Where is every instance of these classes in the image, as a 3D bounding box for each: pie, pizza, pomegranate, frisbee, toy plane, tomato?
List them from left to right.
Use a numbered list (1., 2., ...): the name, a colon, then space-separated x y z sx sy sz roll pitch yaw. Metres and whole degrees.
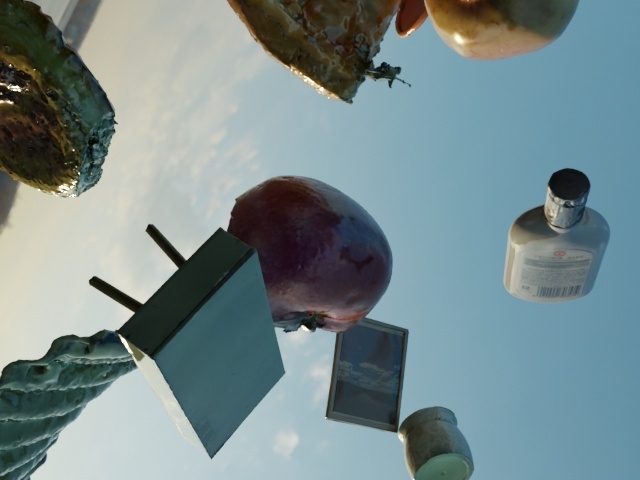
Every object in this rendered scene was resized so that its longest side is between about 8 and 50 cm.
1. pie: -0.438 -0.197 0.998 0.103 0.288 0.354 -57 -174 -38
2. pizza: -0.010 -0.421 1.182 0.080 0.435 0.392 142 -53 -69
3. tomato: 0.000 -0.003 1.170 0.176 0.335 0.289 -34 -122 33
4. toy plane: 0.101 -0.258 1.069 0.083 0.080 0.033 -125 -130 -61
5. frisbee: 0.213 -0.497 1.399 0.192 0.035 0.192 -55 -157 38
6. pomegranate: 0.291 -0.418 1.142 0.252 0.270 0.229 3 -78 30

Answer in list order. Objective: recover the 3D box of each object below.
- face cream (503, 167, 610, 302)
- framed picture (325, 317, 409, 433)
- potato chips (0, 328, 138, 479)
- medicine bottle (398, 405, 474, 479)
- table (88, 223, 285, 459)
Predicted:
1. face cream: 0.344 0.002 1.012 0.144 0.291 0.071 -1 -121 13
2. framed picture: 0.111 0.309 1.626 0.023 0.189 0.260 141 -37 -60
3. potato chips: -0.408 0.263 1.023 0.373 0.097 0.389 -48 171 -16
4. medicine bottle: 0.257 0.468 1.553 0.147 0.147 0.143 -52 -154 23
5. table: -0.123 0.089 0.648 0.121 0.111 0.240 -47 155 -26
